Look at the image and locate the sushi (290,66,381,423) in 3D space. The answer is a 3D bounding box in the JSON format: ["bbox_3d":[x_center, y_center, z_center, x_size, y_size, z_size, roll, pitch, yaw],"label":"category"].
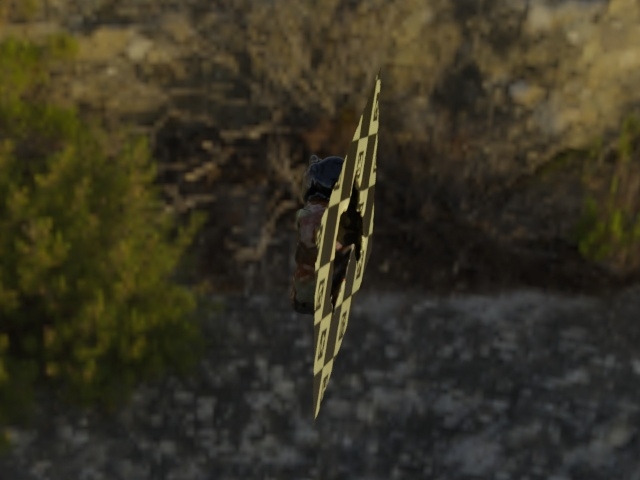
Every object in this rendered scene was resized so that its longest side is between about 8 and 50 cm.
[{"bbox_3d":[0.000,0.000,0.787,0.026,0.120,0.126,10,43,9],"label":"sushi"}]
